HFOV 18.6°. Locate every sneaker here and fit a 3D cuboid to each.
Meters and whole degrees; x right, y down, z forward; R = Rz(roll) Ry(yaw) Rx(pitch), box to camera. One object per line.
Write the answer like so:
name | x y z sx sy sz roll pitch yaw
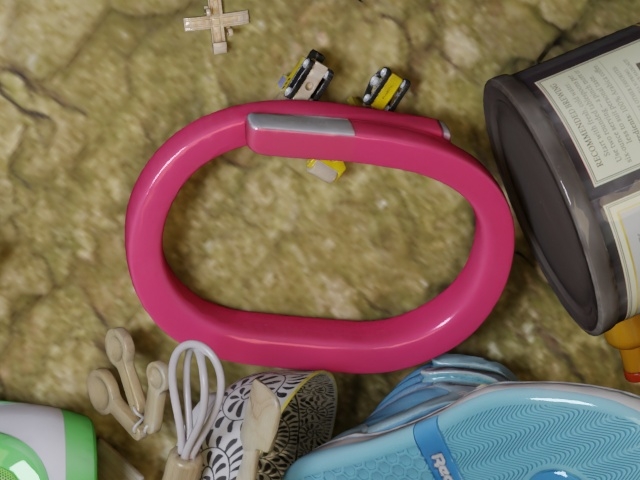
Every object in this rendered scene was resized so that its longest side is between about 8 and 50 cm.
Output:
sneaker | 0.140 0.138 1.440 0.319 0.208 0.127 -13 103 33

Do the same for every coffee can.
coffee can | 0.284 -0.074 1.425 0.275 0.201 0.201 -22 111 -5

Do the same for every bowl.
bowl | -0.060 0.163 1.473 0.080 0.170 0.170 21 105 19

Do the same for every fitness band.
fitness band | 0.000 0.000 1.451 0.291 0.054 0.209 7 120 -14

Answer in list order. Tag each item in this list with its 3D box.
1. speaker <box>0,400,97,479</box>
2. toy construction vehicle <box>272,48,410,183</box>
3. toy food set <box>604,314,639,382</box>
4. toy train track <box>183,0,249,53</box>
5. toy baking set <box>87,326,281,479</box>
speaker | -0.315 0.178 1.416 0.296 0.131 0.131 2 107 -13
toy construction vehicle | 0.006 -0.098 1.450 0.086 0.035 0.098 25 104 -30
toy food set | 0.338 0.041 1.524 0.232 0.111 0.104 -20 112 -4
toy train track | -0.076 -0.175 1.412 0.048 0.014 0.083 -9 109 -10
toy baking set | -0.110 0.164 1.406 0.030 0.256 0.197 -14 100 -37
